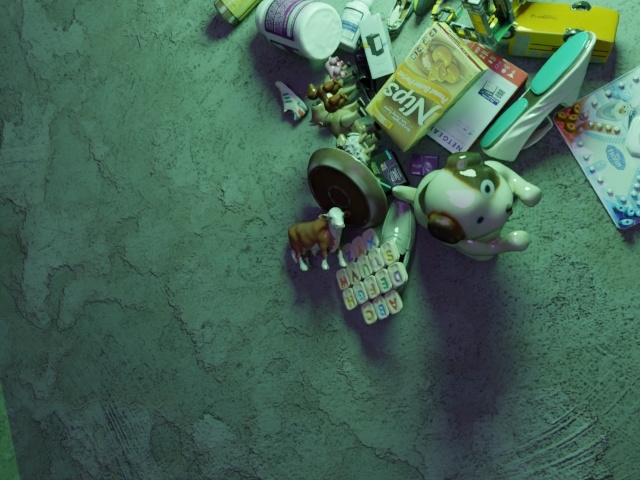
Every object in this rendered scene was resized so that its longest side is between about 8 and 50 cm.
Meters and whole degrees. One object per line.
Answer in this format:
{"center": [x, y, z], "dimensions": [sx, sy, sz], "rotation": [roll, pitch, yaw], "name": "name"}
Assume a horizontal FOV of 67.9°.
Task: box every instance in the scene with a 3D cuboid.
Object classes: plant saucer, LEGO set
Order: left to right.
{"center": [0.069, -0.147, 1.492], "dimensions": [0.310, 0.311, 0.050], "rotation": [35, 61, 15], "name": "plant saucer"}
{"center": [0.441, -0.705, 1.285], "dimensions": [0.331, 0.192, 0.255], "rotation": [-45, 50, 9], "name": "LEGO set"}

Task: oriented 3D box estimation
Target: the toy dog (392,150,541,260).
{"center": [0.394, -0.115, 1.293], "dimensions": [0.395, 0.408, 0.285], "rotation": [28, 97, 10], "name": "toy dog"}

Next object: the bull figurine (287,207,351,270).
{"center": [0.000, 0.000, 1.554], "dimensions": [0.310, 0.101, 0.189], "rotation": [-8, 89, 55], "name": "bull figurine"}

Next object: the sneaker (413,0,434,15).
{"center": [0.407, -0.806, 1.451], "dimensions": [0.121, 0.111, 0.300], "rotation": [47, 106, 8], "name": "sneaker"}

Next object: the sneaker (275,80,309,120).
{"center": [-0.115, -0.486, 1.658], "dimensions": [0.075, 0.057, 0.161], "rotation": [-46, 80, 8], "name": "sneaker"}

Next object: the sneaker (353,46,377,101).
{"center": [0.146, -0.538, 1.534], "dimensions": [0.051, 0.089, 0.170], "rotation": [-16, 110, 22], "name": "sneaker"}

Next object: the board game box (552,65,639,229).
{"center": [0.925, -0.288, 1.311], "dimensions": [0.389, 0.050, 0.390], "rotation": [-29, 81, 17], "name": "board game box"}

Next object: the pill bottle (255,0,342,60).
{"center": [-0.083, -0.702, 1.550], "dimensions": [0.301, 0.169, 0.169], "rotation": [37, 103, 39], "name": "pill bottle"}

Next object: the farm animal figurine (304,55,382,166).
{"center": [0.060, -0.398, 1.510], "dimensions": [0.172, 0.330, 0.327], "rotation": [-28, 106, 26], "name": "farm animal figurine"}

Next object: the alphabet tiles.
{"center": [0.155, 0.116, 1.517], "dimensions": [0.284, 0.021, 0.278], "rotation": [-35, 67, 45], "name": "alphabet tiles"}

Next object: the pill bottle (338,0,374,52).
{"center": [0.110, -0.715, 1.559], "dimensions": [0.094, 0.094, 0.169], "rotation": [27, 99, 17], "name": "pill bottle"}

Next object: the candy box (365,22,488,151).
{"center": [0.296, -0.433, 1.369], "dimensions": [0.183, 0.087, 0.316], "rotation": [49, 130, 7], "name": "candy box"}

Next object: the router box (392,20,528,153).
{"center": [0.400, -0.464, 1.469], "dimensions": [0.335, 0.082, 0.301], "rotation": [40, 103, 14], "name": "router box"}

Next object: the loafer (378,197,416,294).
{"center": [0.242, 0.020, 1.517], "dimensions": [0.112, 0.111, 0.320], "rotation": [4, 92, 19], "name": "loafer"}

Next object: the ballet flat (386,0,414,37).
{"center": [0.262, -0.748, 1.522], "dimensions": [0.070, 0.070, 0.189], "rotation": [25, 99, 17], "name": "ballet flat"}

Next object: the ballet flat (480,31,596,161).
{"center": [0.630, -0.386, 1.343], "dimensions": [0.139, 0.139, 0.400], "rotation": [46, 122, 13], "name": "ballet flat"}

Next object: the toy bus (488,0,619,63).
{"center": [0.649, -0.595, 1.350], "dimensions": [0.332, 0.130, 0.108], "rotation": [14, 78, 18], "name": "toy bus"}

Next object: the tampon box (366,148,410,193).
{"center": [0.187, -0.201, 1.537], "dimensions": [0.161, 0.101, 0.121], "rotation": [-26, 83, 18], "name": "tampon box"}

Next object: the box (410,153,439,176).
{"center": [0.335, -0.240, 1.529], "dimensions": [0.083, 0.018, 0.067], "rotation": [9, 93, 18], "name": "box"}

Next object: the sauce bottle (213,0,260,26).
{"center": [-0.220, -0.909, 1.662], "dimensions": [0.344, 0.111, 0.111], "rotation": [-39, 79, 14], "name": "sauce bottle"}

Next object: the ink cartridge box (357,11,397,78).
{"center": [0.180, -0.610, 1.487], "dimensions": [0.072, 0.127, 0.175], "rotation": [-12, 112, 20], "name": "ink cartridge box"}
